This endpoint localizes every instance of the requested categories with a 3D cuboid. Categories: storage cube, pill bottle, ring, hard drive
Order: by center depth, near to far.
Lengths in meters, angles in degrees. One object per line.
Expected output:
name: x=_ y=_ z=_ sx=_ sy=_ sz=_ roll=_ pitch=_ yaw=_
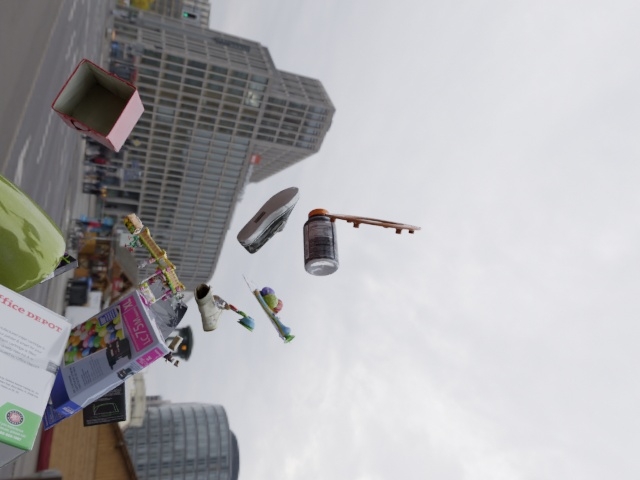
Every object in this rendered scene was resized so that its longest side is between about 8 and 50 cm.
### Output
storage cube: x=-0.712 y=-0.428 z=1.546 sx=0.215 sy=0.184 sz=0.193 roll=-63 pitch=-170 yaw=-10
ring: x=0.180 y=-0.056 z=1.648 sx=0.336 sy=0.337 sz=0.032 roll=-158 pitch=-105 yaw=-65
hard drive: x=-0.580 y=0.251 z=1.697 sx=0.054 sy=0.172 sz=0.254 roll=-37 pitch=-168 yaw=16
pill bottle: x=0.000 y=0.000 z=1.775 sx=0.130 sy=0.130 sz=0.245 roll=127 pitch=-32 yaw=-49

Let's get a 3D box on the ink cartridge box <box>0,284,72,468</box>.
ink cartridge box: x=-0.623 y=0.243 z=0.890 sx=0.122 sy=0.211 sz=0.289 roll=-33 pitch=-144 yaw=17

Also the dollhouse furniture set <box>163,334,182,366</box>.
dollhouse furniture set: x=-0.598 y=0.463 z=1.975 sx=0.114 sy=0.091 sz=0.081 roll=-60 pitch=178 yaw=-38

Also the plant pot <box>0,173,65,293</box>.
plant pot: x=-0.835 y=-0.052 z=1.198 sx=0.293 sy=0.275 sz=0.274 roll=99 pitch=-18 yaw=-51

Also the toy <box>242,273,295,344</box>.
toy: x=-0.143 y=0.202 z=1.457 sx=0.237 sy=0.056 sz=0.137 roll=59 pitch=-1 yaw=20

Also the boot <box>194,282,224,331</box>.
boot: x=-0.441 y=0.236 z=1.887 sx=0.213 sy=0.077 sz=0.165 roll=-96 pitch=176 yaw=-63

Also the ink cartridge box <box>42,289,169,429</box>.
ink cartridge box: x=-0.530 y=0.271 z=1.115 sx=0.186 sy=0.311 sz=0.065 roll=48 pitch=-13 yaw=37

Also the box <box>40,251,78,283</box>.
box: x=-0.793 y=0.049 z=1.352 sx=0.162 sy=0.116 sz=0.029 roll=28 pitch=-54 yaw=19

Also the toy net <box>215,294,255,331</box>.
toy net: x=-0.340 y=0.265 z=1.798 sx=0.232 sy=0.122 sz=0.045 roll=25 pitch=-105 yaw=35

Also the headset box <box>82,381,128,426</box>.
headset box: x=-0.719 y=0.425 z=1.601 sx=0.246 sy=0.131 sz=0.283 roll=-155 pitch=-115 yaw=-68

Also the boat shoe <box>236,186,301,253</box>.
boat shoe: x=-0.130 y=-0.056 z=1.294 sx=0.219 sy=0.070 sz=0.078 roll=-45 pitch=-141 yaw=-12

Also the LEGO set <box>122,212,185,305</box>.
LEGO set: x=-0.481 y=0.072 z=1.321 sx=0.132 sy=0.107 sz=0.287 roll=10 pitch=-50 yaw=56
